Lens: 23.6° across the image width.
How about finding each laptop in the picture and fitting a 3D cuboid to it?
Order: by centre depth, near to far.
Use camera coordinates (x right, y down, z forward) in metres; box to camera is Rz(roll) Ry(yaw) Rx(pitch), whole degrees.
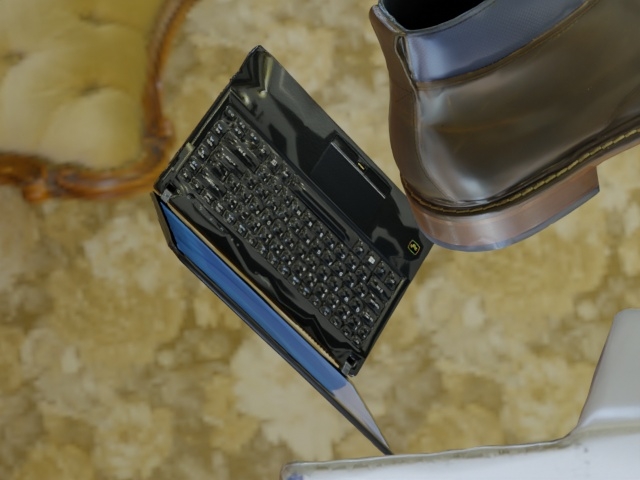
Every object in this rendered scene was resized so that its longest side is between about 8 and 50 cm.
[{"bbox_3d":[0.000,0.000,1.176,0.234,0.136,0.264,46,57,-20],"label":"laptop"}]

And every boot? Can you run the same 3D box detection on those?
[{"bbox_3d":[0.112,-0.094,0.549,0.082,0.219,0.106,43,-12,39],"label":"boot"}]

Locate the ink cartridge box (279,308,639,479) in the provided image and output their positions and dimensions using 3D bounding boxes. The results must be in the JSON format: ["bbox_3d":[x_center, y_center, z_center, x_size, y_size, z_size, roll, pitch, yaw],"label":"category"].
[{"bbox_3d":[0.177,0.161,0.453,0.071,0.330,0.324,-79,162,-61],"label":"ink cartridge box"}]
